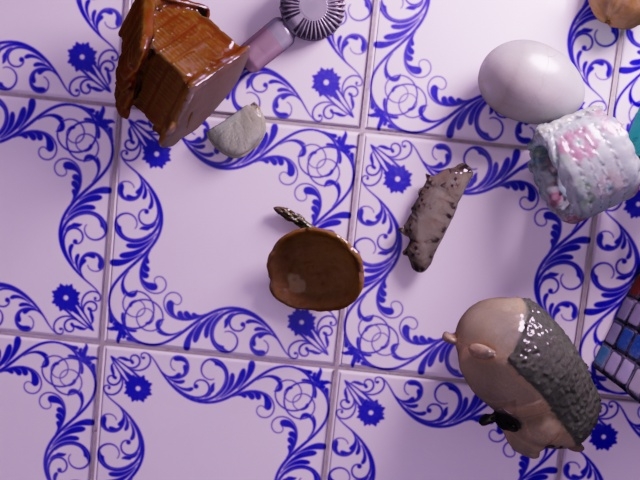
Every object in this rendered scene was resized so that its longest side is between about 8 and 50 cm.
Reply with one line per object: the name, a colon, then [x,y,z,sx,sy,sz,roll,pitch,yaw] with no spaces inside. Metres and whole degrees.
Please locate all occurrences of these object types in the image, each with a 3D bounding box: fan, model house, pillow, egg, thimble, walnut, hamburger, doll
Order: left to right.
model house: [-0.295,-0.342,1.298,0.229,0.219,0.199,46,136,1]
hamburger: [-0.162,-0.215,1.361,0.121,0.054,0.084,-30,99,6]
fan: [-0.061,-0.426,1.332,0.244,0.074,0.130,-36,105,9]
pillow: [0.223,-0.056,1.371,0.093,0.051,0.241,25,96,-7]
doll: [0.404,0.275,1.320,0.247,0.247,0.349,-45,109,4]
egg: [0.407,-0.302,1.296,0.209,0.151,0.151,17,95,-4]
thimble: [0.496,-0.147,1.287,0.149,0.185,0.211,-25,115,3]
walnut: [0.592,-0.488,1.283,0.166,0.149,0.166,0,89,28]

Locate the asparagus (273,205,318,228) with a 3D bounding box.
asparagus: [0.000,0.000,1.391,0.236,0.027,0.034,42,84,-4]

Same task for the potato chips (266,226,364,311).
potato chips: [-0.009,0.059,1.366,0.195,0.062,0.208,41,120,-2]

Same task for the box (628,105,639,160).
box: [0.708,-0.272,1.271,0.118,0.205,0.311,22,94,1]

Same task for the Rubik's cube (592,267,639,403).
Rubik's cube: [0.748,0.209,1.274,0.287,0.293,0.292,24,94,-2]
